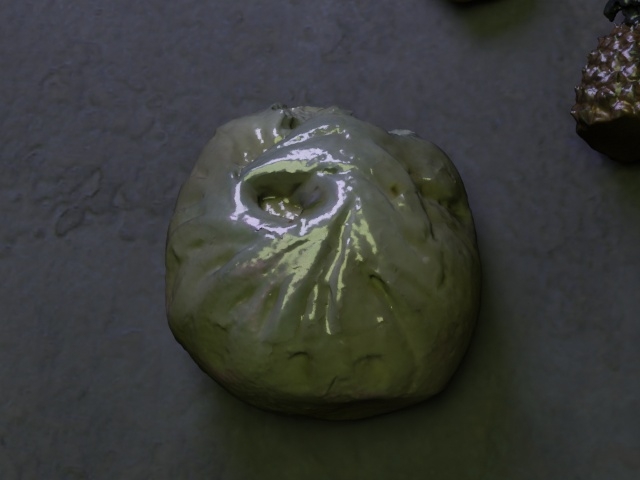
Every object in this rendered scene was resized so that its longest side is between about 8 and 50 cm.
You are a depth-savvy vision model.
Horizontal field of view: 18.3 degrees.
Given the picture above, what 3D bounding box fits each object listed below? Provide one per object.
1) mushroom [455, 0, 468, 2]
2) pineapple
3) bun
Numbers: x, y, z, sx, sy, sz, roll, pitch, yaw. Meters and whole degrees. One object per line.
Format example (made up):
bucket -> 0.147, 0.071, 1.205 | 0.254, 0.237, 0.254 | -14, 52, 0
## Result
mushroom -> 0.043, -0.221, 1.234 | 0.059, 0.054, 0.202 | -43, 63, -4
pineapple -> 0.193, -0.125, 1.156 | 0.074, 0.074, 0.159 | 10, 68, 16
bun -> 0.000, 0.000, 1.119 | 0.178, 0.128, 0.193 | 2, 68, 14
